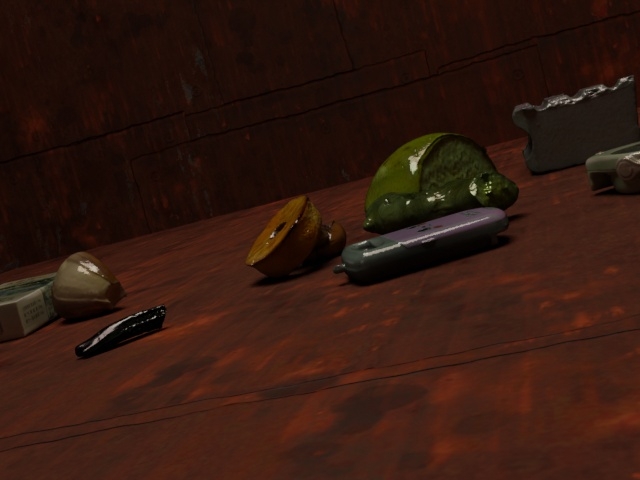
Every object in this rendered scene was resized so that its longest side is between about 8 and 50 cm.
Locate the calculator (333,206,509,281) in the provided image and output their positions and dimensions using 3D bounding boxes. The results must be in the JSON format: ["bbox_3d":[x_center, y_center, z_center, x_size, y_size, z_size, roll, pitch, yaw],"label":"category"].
[{"bbox_3d":[0.134,0.006,1.168,0.246,0.045,0.141,-17,6,-5],"label":"calculator"}]

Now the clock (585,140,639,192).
[{"bbox_3d":[0.491,-0.113,1.270,0.151,0.062,0.191,-15,7,-7],"label":"clock"}]

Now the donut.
[{"bbox_3d":[-0.055,-0.001,1.389,0.152,0.058,0.152,-42,19,19],"label":"donut"}]

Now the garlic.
[{"bbox_3d":[-0.433,0.079,1.588,0.128,0.115,0.206,-23,5,-12],"label":"garlic"}]

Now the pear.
[{"bbox_3d":[0.201,-0.133,1.824,0.288,0.139,0.239,-14,-7,-41],"label":"pear"}]

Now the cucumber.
[{"bbox_3d":[-0.267,0.121,1.169,0.134,0.034,0.033,-20,13,-34],"label":"cucumber"}]

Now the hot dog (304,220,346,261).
[{"bbox_3d":[-0.002,0.001,1.476,0.089,0.060,0.140,-19,11,15],"label":"hot dog"}]

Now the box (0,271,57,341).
[{"bbox_3d":[-0.578,0.126,1.638,0.164,0.069,0.256,-12,10,10],"label":"box"}]

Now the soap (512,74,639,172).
[{"bbox_3d":[0.565,-0.259,1.927,0.257,0.159,0.302,-17,8,14],"label":"soap"}]

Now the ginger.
[{"bbox_3d":[0.186,-0.053,1.403,0.290,0.089,0.137,-16,23,38],"label":"ginger"}]
